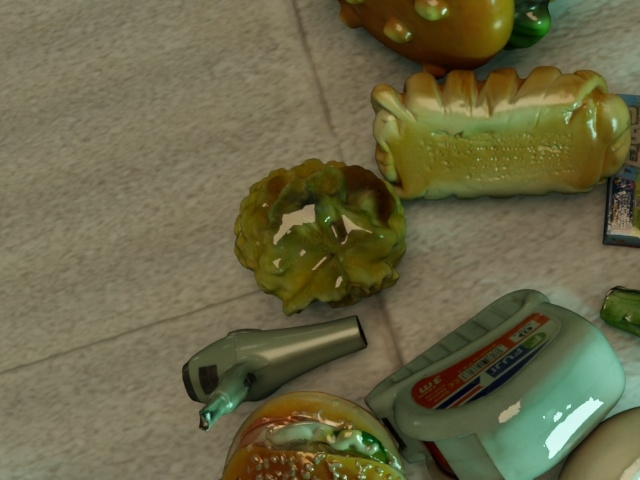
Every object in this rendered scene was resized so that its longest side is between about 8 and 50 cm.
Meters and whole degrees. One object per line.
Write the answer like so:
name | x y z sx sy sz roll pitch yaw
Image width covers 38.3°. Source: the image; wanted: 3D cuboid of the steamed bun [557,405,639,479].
steamed bun | 0.352 0.283 0.987 0.232 0.145 0.232 -2 96 -16

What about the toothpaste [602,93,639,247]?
toothpaste | 0.400 -0.088 1.160 0.070 0.044 0.193 6 74 12

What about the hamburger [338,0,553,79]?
hamburger | 0.126 -0.407 1.133 0.277 0.396 0.396 -43 71 -11

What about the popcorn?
popcorn | 0.003 -0.001 1.134 0.218 0.169 0.189 -17 76 -15

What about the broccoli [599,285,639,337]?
broccoli | 0.417 0.086 1.055 0.194 0.194 0.219 4 97 11

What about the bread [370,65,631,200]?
bread | 0.221 -0.133 1.144 0.311 0.173 0.121 0 37 11

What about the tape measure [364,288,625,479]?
tape measure | 0.197 0.176 1.026 0.243 0.246 0.125 -37 107 -5

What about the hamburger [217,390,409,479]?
hamburger | -0.007 0.280 1.035 0.237 0.147 0.237 3 105 11

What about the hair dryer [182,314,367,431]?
hair dryer | -0.042 0.147 1.065 0.229 0.267 0.092 -19 96 -11
